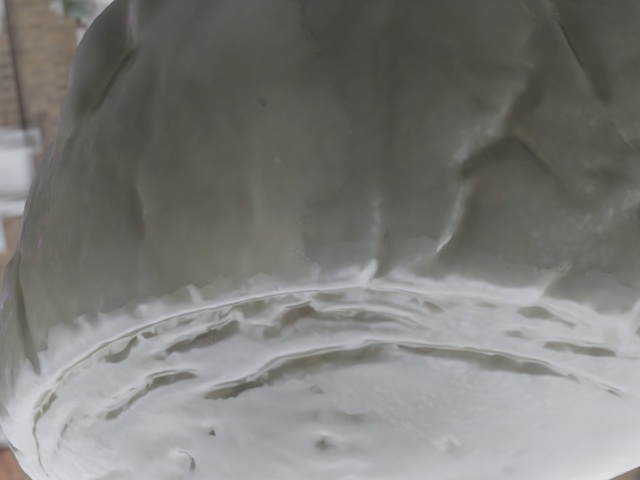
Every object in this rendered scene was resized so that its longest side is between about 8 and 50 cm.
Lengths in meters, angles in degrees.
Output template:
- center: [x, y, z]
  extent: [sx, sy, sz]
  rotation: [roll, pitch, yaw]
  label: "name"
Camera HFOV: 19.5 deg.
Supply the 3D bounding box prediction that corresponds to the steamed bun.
- center: [0.000, -0.003, 0.828]
  extent: [0.383, 0.236, 0.247]
  rotation: [-22, -136, 43]
  label: "steamed bun"
